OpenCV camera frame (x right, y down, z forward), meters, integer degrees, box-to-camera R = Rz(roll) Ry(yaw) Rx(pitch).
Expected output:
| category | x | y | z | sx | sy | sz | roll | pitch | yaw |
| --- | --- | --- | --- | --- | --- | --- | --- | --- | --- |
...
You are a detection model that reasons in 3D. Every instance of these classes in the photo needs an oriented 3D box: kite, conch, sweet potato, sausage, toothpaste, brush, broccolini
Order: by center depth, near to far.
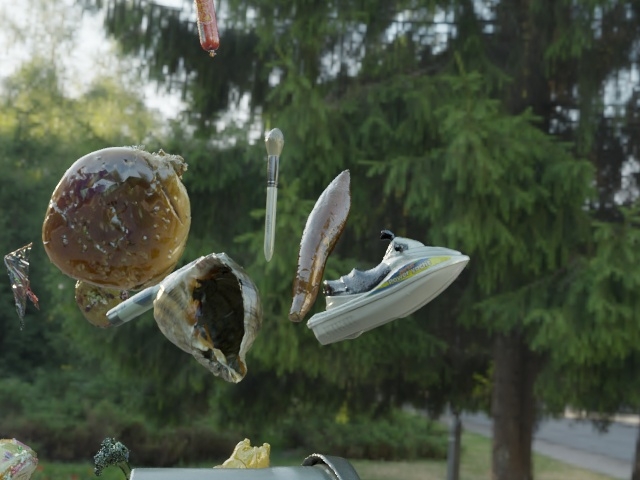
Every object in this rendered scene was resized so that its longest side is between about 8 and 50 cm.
| category | x | y | z | sx | sy | sz | roll | pitch | yaw |
| --- | --- | --- | --- | --- | --- | --- | --- | --- | --- |
| broccolini | -0.274 | 0.316 | 1.405 | 0.054 | 0.052 | 0.194 | -21 | -29 | -3 |
| sweet potato | -0.001 | 0.000 | 1.453 | 0.057 | 0.265 | 0.057 | 16 | -32 | 11 |
| conch | -0.185 | 0.139 | 1.859 | 0.291 | 0.210 | 0.159 | 48 | 15 | 31 |
| kite | -0.604 | 0.079 | 2.020 | 0.009 | 0.232 | 0.189 | -13 | 41 | -35 |
| toothpaste | -0.330 | 0.107 | 2.035 | 0.239 | 0.062 | 0.039 | -29 | -54 | 15 |
| sausage | -0.244 | -0.462 | 2.134 | 0.050 | 0.146 | 0.048 | -7 | -5 | -20 |
| brush | -0.105 | -0.100 | 2.169 | 0.039 | 0.299 | 0.042 | 9 | -14 | -31 |

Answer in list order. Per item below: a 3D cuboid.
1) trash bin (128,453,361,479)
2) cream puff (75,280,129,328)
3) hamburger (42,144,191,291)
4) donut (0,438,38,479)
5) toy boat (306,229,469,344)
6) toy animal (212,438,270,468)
| category | x | y | z | sx | sy | sz | roll | pitch | yaw |
| --- | --- | --- | --- | --- | --- | --- | --- | --- | --- |
| trash bin | -0.087 | 0.349 | 1.063 | 0.250 | 0.220 | 0.219 | 5 | 15 | -8 |
| cream puff | -0.493 | 0.126 | 2.307 | 0.149 | 0.149 | 0.084 | 0 | 14 | 32 |
| hamburger | -0.331 | -0.039 | 1.698 | 0.286 | 0.243 | 0.146 | -32 | -6 | 5 |
| donut | -0.459 | 0.338 | 1.354 | 0.068 | 0.175 | 0.174 | 40 | -4 | 6 |
| toy boat | 0.103 | 0.069 | 1.608 | 0.269 | 0.141 | 0.140 | -40 | -22 | 16 |
| toy animal | -0.153 | 0.423 | 1.817 | 0.070 | 0.083 | 0.159 | 6 | 9 | 25 |
